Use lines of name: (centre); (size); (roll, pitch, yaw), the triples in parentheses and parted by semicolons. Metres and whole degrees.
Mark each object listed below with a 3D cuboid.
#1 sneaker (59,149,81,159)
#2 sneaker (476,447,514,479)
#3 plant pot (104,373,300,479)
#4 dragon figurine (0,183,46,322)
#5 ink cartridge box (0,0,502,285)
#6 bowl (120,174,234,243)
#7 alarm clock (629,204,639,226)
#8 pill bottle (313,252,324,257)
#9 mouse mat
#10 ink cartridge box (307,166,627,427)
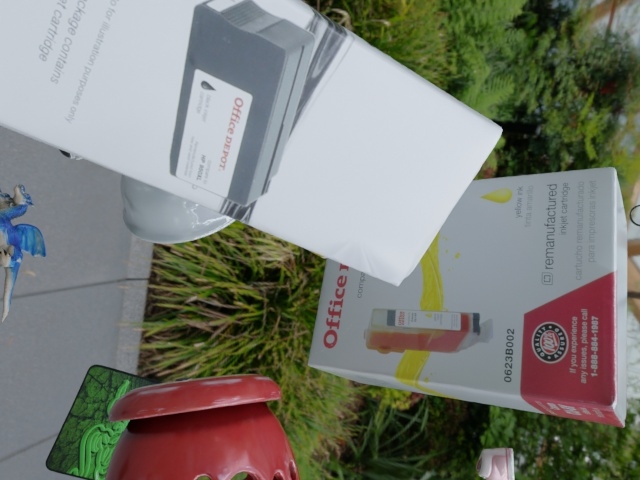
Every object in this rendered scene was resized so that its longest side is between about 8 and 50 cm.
sneaker: (-0.346, -0.204, 0.846); (0.071, 0.190, 0.083); (61, 0, -12)
sneaker: (0.340, 0.455, 0.975); (0.051, 0.070, 0.134); (-62, 144, -60)
plant pot: (-0.115, 0.227, 0.491); (0.191, 0.191, 0.174); (39, 40, -66)
dragon figurine: (-0.631, 0.011, 1.032); (0.144, 0.085, 0.289); (-4, 73, -80)
ink cartridge box: (-0.083, -0.153, 0.457); (0.166, 0.394, 0.285); (-58, -155, 19)
bowl: (-0.276, -0.143, 1.002); (0.134, 0.297, 0.298); (79, 32, -44)
alarm clock: (0.604, -0.081, 0.826); (0.064, 0.129, 0.192); (-14, 159, -45)
pill bottle: (0.000, 0.000, 1.102); (0.116, 0.065, 0.065); (30, 70, -25)
mouse mat: (-0.380, 0.331, 0.906); (0.007, 0.152, 0.190); (120, -15, -58)
ink cartridge box: (0.195, 0.073, 0.694); (0.160, 0.384, 0.279); (34, 61, -49)
